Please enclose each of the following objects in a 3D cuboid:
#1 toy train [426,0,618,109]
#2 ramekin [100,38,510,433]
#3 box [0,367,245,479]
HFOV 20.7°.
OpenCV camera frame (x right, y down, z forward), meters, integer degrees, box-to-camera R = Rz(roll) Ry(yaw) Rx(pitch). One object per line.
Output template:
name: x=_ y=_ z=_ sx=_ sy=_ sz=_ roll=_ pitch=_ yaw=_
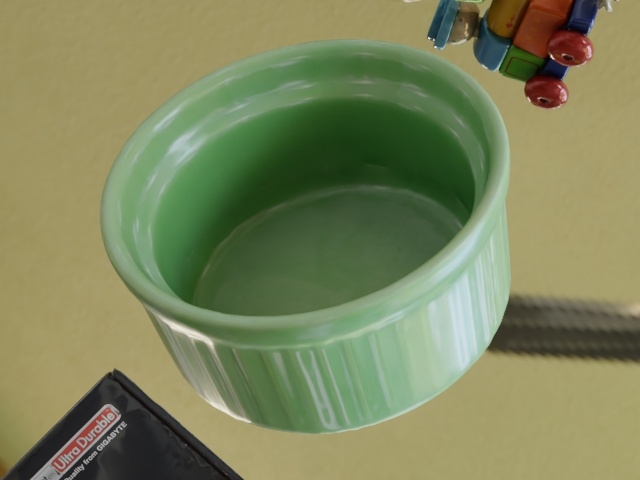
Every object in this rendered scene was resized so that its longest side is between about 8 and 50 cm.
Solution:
toy train: x=0.184 y=-0.222 z=1.556 sx=0.143 sy=0.105 sz=0.248 roll=18 pitch=-23 yaw=0
ramekin: x=0.000 y=0.000 z=1.317 sx=0.303 sy=0.303 sz=0.148 roll=13 pitch=-40 yaw=28
box: x=-0.135 y=0.284 z=1.166 sx=0.293 sy=0.295 sz=0.073 roll=40 pitch=-17 yaw=19
